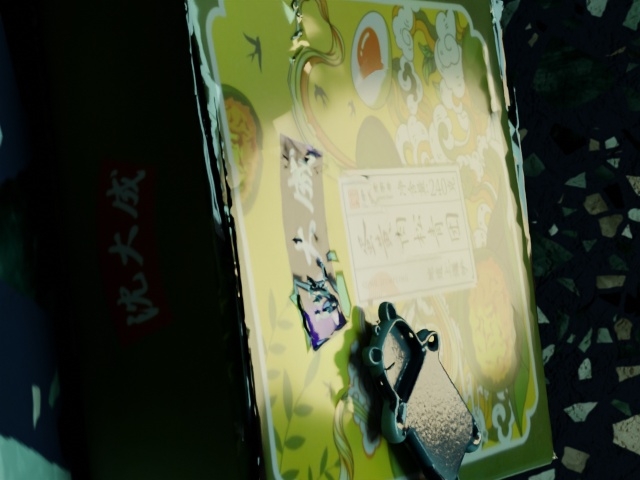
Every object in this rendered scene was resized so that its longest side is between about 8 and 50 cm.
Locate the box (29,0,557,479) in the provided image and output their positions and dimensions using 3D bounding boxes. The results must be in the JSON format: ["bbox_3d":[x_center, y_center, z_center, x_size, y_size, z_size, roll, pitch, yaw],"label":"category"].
[{"bbox_3d":[0.000,0.000,1.290,0.420,0.138,0.373,-3,86,-57],"label":"box"}]

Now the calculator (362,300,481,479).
[{"bbox_3d":[0.065,0.105,1.228,0.141,0.019,0.094,59,39,-31],"label":"calculator"}]
